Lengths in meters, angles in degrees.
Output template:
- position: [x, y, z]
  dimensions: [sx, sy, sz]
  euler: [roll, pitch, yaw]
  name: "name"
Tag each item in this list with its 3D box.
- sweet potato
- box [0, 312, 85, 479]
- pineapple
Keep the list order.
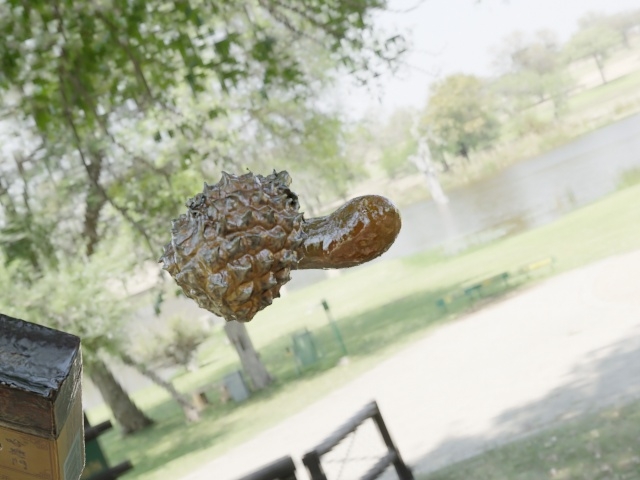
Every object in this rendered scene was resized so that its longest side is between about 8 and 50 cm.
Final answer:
- position: [0.000, 0.001, 1.421]
  dimensions: [0.292, 0.097, 0.097]
  euler: [-14, 7, 39]
  name: "sweet potato"
- position: [-0.494, 0.254, 1.518]
  dimensions: [0.415, 0.265, 0.115]
  euler: [107, -179, -52]
  name: "box"
- position: [-0.091, -0.007, 1.200]
  dimensions: [0.193, 0.166, 0.166]
  euler: [-56, 15, -19]
  name: "pineapple"
